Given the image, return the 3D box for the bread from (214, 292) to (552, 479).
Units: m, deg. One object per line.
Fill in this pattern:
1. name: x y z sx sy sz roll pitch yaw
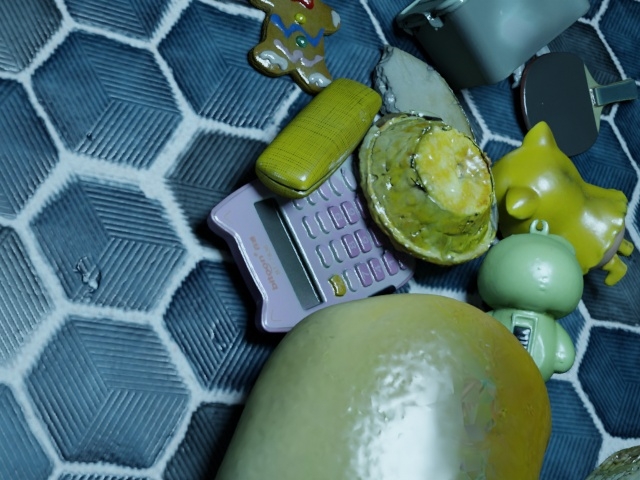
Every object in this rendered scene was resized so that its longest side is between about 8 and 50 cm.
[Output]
1. bread: 0.079 0.243 1.278 0.348 0.253 0.376 36 52 -14

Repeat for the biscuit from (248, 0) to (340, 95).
1. biscuit: -0.032 -0.289 1.572 0.138 0.031 0.205 20 59 -28

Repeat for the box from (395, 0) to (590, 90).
1. box: 0.240 -0.314 1.669 0.243 0.163 0.135 -40 107 -20

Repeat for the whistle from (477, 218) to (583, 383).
1. whistle: 0.250 0.119 1.552 0.141 0.141 0.294 9 93 -33

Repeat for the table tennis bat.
1. table tennis bat: 0.383 -0.207 1.824 0.274 0.021 0.154 -15 95 -41

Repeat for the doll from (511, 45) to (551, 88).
1. doll: 0.268 -0.337 1.792 0.114 0.057 0.227 -25 94 -35

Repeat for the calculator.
1. calculator: -0.001 0.001 1.464 0.294 0.043 0.194 -21 83 -43

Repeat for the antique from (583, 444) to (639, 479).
1. antique: 0.435 0.407 1.542 0.150 0.125 0.284 -26 86 -39

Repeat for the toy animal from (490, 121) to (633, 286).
1. toy animal: 0.327 -0.034 1.649 0.230 0.156 0.156 36 53 -22

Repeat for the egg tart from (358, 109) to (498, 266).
1. egg tart: 0.145 -0.070 1.523 0.212 0.090 0.213 14 62 -29

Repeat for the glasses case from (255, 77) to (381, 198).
1. glasses case: 0.003 -0.123 1.465 0.079 0.064 0.234 29 42 9

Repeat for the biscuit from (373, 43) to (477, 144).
1. biscuit: 0.152 -0.129 1.626 0.141 0.038 0.290 -5 73 -37
